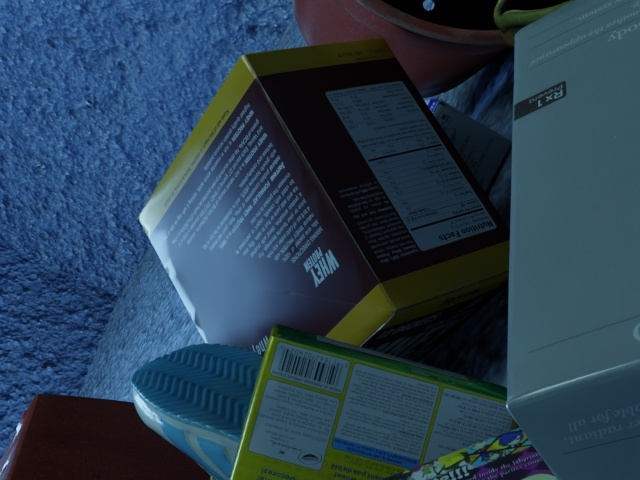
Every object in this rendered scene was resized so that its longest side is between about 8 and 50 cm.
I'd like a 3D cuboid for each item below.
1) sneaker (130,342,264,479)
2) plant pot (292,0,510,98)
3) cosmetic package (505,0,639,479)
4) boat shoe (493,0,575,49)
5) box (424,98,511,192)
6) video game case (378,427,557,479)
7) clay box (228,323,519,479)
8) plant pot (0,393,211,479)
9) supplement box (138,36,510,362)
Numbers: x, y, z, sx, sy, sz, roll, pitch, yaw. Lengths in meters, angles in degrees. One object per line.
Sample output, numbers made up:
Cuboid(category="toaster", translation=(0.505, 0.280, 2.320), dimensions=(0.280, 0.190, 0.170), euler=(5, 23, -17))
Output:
Cuboid(category="sneaker", translation=(-0.035, 0.137, 0.677), dimensions=(0.087, 0.228, 0.092), euler=(-28, -50, -41))
Cuboid(category="plant pot", translation=(0.088, -0.243, 0.871), dimensions=(0.265, 0.272, 0.272), euler=(128, 167, -78))
Cuboid(category="cosmetic package", translation=(0.146, -0.010, 0.414), dimensions=(0.127, 0.107, 0.238), euler=(-23, 30, 25))
Cuboid(category="boat shoe", translation=(0.199, -0.158, 0.573), dimensions=(0.307, 0.104, 0.111), euler=(-40, 26, 59))
Cuboid(category="box", translation=(0.076, -0.043, 0.890), dimensions=(0.126, 0.072, 0.137), euler=(-62, 12, -1))
Cuboid(category="video game case", translation=(0.042, 0.157, 0.402), dimensions=(0.232, 0.042, 0.210), euler=(-22, 20, 3))
Cuboid(category="clay box", translation=(0.007, 0.166, 0.538), dimensions=(0.053, 0.127, 0.222), euler=(-108, 34, -86))
Cuboid(category="plant pot", translation=(-0.144, 0.260, 0.768), dimensions=(0.267, 0.235, 0.267), euler=(-61, 14, 8))
Cuboid(category="supplement box", translation=(0.000, 0.000, 0.754), dimensions=(0.129, 0.194, 0.191), euler=(-15, -23, -40))
